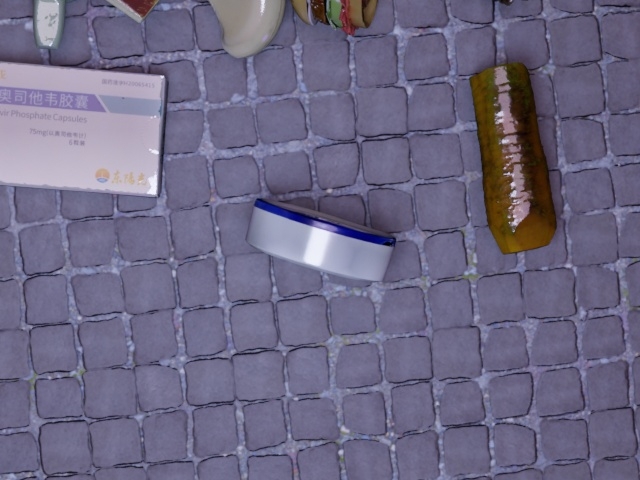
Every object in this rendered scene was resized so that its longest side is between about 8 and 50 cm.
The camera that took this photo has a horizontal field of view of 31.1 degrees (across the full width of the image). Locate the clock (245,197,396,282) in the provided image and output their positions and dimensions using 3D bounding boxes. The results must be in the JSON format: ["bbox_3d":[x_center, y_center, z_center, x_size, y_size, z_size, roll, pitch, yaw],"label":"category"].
[{"bbox_3d":[0.000,0.000,1.798,0.231,0.230,0.083,15,96,-3],"label":"clock"}]

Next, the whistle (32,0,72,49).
[{"bbox_3d":[-0.430,-0.426,1.829,0.110,0.092,0.244,1,90,-7],"label":"whistle"}]

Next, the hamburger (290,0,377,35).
[{"bbox_3d":[0.018,-0.414,1.818,0.137,0.175,0.175,9,92,10],"label":"hamburger"}]

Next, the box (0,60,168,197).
[{"bbox_3d":[-0.425,-0.180,1.853,0.344,0.065,0.200,4,93,-3],"label":"box"}]

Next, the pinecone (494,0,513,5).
[{"bbox_3d":[0.278,-0.471,1.812,0.204,0.184,0.179,42,108,-12],"label":"pinecone"}]

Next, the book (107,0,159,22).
[{"bbox_3d":[-0.364,-0.537,1.806,0.374,0.028,0.262,34,63,-3],"label":"book"}]

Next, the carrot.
[{"bbox_3d":[0.311,-0.131,1.867,0.114,0.114,0.301,-8,89,-2],"label":"carrot"}]

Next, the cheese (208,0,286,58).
[{"bbox_3d":[-0.099,-0.415,1.802,0.163,0.071,0.249,52,127,14],"label":"cheese"}]
